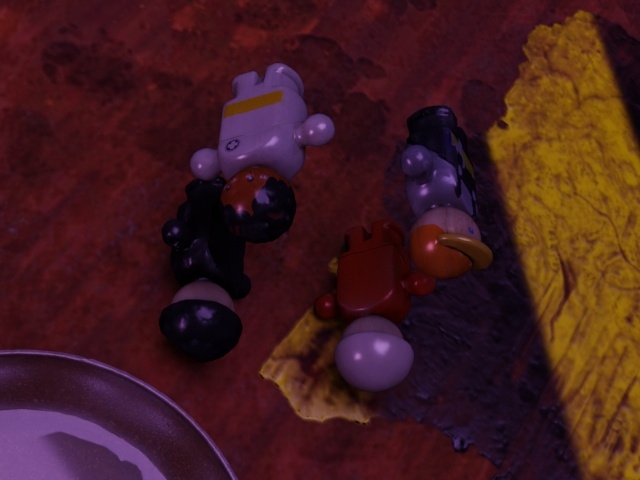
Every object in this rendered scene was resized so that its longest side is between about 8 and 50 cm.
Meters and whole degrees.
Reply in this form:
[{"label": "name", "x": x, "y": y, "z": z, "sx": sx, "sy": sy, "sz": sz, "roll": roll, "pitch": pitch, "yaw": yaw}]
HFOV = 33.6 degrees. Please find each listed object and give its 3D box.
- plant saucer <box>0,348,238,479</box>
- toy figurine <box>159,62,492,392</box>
[{"label": "plant saucer", "x": -0.187, "y": 0.223, "z": 0.661, "sx": 0.310, "sy": 0.050, "sz": 0.311, "roll": 10, "pitch": 62, "yaw": -19}, {"label": "toy figurine", "x": 0.000, "y": 0.000, "z": 0.753, "sx": 0.213, "sy": 0.209, "sz": 0.148, "roll": 15, "pitch": 51, "yaw": -15}]
